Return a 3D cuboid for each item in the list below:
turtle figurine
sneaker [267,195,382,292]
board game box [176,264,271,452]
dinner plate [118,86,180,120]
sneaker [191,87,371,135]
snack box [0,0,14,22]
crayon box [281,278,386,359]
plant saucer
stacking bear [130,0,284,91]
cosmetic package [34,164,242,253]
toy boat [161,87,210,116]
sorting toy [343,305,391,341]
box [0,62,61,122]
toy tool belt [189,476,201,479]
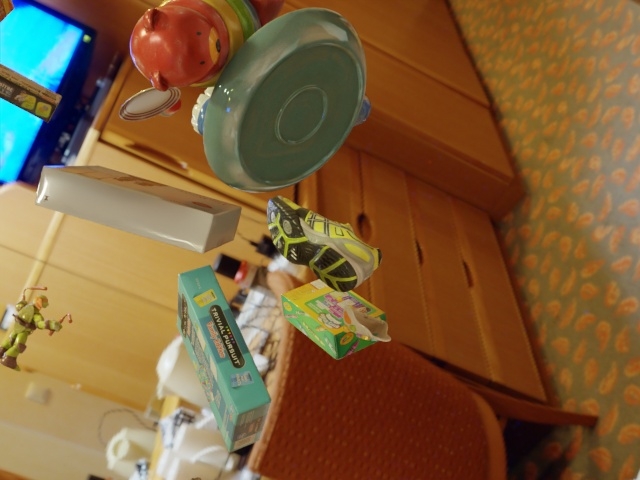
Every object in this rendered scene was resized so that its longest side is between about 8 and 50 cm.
[{"bbox_3d":[-0.772,0.230,2.000,0.270,0.087,0.217,21,80,39],"label":"turtle figurine"},{"bbox_3d":[0.000,0.000,2.018,0.385,0.147,0.145,40,137,33],"label":"sneaker"},{"bbox_3d":[-0.219,0.260,1.655,0.336,0.079,0.253,62,157,25],"label":"board game box"},{"bbox_3d":[-0.371,-0.300,1.640,0.141,0.141,0.017,-41,71,55],"label":"dinner plate"},{"bbox_3d":[-0.046,-0.197,1.306,0.147,0.330,0.129,53,144,35],"label":"sneaker"},{"bbox_3d":[-0.623,-0.479,1.354,0.207,0.070,0.174,-124,18,-63],"label":"snack box"},{"bbox_3d":[0.033,0.204,2.067,0.278,0.165,0.081,32,135,51],"label":"crayon box"},{"bbox_3d":[-0.038,-0.201,1.177,0.044,0.318,0.317,42,112,31],"label":"plant saucer"},{"bbox_3d":[-0.173,-0.293,1.101,0.289,0.164,0.175,-55,-29,-65],"label":"stacking bear"},{"bbox_3d":[-0.392,-0.077,1.696,0.284,0.378,0.097,-51,-23,-80],"label":"cosmetic package"},{"bbox_3d":[-0.314,-0.380,2.200,0.148,0.318,0.267,-163,79,-67],"label":"toy boat"},{"bbox_3d":[0.083,0.152,1.286,0.075,0.083,0.044,24,89,63],"label":"sorting toy"},{"bbox_3d":[-0.561,-0.282,1.326,0.036,0.207,0.114,-58,22,10],"label":"box"},{"bbox_3d":[-0.159,0.314,0.885,0.052,0.051,0.083,-49,-23,13],"label":"toy tool belt"}]
